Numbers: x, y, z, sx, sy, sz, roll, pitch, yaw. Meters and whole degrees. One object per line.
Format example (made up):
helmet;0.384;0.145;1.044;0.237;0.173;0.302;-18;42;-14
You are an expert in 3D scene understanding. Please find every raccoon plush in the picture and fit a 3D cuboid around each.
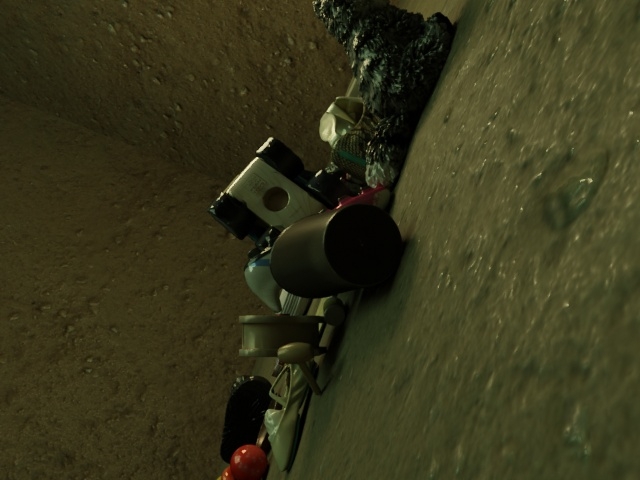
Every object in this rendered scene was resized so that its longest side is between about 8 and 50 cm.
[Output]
raccoon plush;0.082;-0.357;1.283;0.216;0.299;0.446;122;168;-65

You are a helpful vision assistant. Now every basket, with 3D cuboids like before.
basket;0.036;0.016;1.048;0.227;0.205;0.154;161;92;-73

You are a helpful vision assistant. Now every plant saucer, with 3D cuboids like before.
plant saucer;-0.130;0.480;1.635;0.168;0.029;0.168;-160;90;-85

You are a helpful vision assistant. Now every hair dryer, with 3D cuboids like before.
hair dryer;0.019;-0.174;1.664;0.293;0.224;0.080;28;-108;-62

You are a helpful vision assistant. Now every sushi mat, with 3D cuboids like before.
sushi mat;-0.025;0.252;1.515;0.151;0.019;0.316;169;122;-83

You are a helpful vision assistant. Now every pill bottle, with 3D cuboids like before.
pill bottle;0.027;0.140;1.266;0.083;0.043;0.043;-91;23;-79

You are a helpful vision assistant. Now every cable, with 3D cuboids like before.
cable;-0.070;0.149;2.031;0.257;0.089;0.257;148;142;-82

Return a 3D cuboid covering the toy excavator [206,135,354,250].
toy excavator;-0.118;-0.066;1.536;0.222;0.433;0.445;-51;-19;-9

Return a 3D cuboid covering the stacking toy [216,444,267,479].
stacking toy;-0.229;0.630;1.528;0.141;0.141;0.330;-82;18;-70

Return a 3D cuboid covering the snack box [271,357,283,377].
snack box;-0.125;0.370;2.085;0.178;0.022;0.064;-75;9;-54

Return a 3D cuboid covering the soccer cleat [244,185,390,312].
soccer cleat;0.013;0.021;1.226;0.331;0.143;0.116;-31;-9;-5

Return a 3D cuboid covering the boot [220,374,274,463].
boot;-0.225;0.502;1.979;0.260;0.131;0.347;-78;10;-63

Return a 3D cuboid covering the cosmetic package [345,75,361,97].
cosmetic package;0.176;-0.510;1.908;0.296;0.129;0.153;124;165;-66

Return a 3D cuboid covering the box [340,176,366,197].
box;0.071;-0.093;1.481;0.137;0.094;0.027;122;167;-64

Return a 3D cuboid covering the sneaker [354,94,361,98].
sneaker;0.115;-0.346;1.834;0.229;0.086;0.132;-26;-46;-42

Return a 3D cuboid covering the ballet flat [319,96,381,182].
ballet flat;0.090;-0.281;1.568;0.482;0.182;0.164;-79;10;-65

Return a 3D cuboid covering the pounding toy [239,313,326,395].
pounding toy;-0.073;0.219;1.212;0.269;0.154;0.154;46;-138;-79

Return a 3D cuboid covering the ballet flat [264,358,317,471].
ballet flat;-0.072;0.342;1.278;0.086;0.086;0.248;117;172;-49
